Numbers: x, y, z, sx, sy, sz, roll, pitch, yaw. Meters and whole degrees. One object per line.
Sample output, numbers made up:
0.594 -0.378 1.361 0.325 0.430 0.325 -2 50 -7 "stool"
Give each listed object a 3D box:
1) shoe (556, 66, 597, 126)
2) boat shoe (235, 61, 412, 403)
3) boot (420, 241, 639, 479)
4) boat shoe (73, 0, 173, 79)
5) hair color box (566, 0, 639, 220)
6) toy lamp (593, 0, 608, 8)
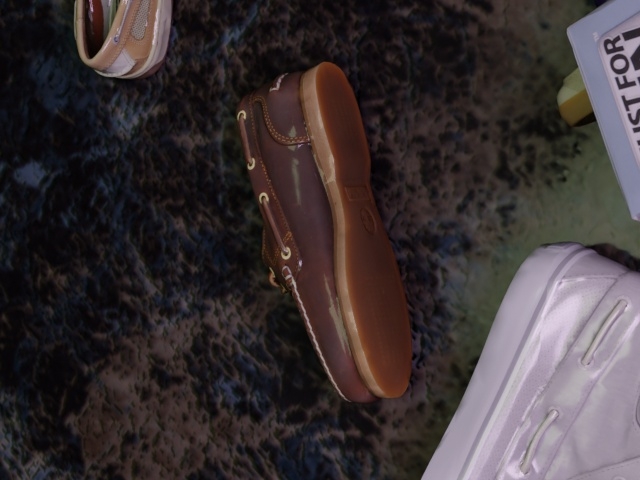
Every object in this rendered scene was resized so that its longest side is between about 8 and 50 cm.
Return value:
0.212 -0.140 0.918 0.219 0.076 0.058 -37 76 13 "shoe"
0.000 0.000 1.024 0.073 0.073 0.207 -19 74 27 "boat shoe"
0.132 0.137 0.939 0.123 0.095 0.258 24 99 31 "boot"
-0.127 -0.199 1.085 0.068 0.072 0.190 -2 88 26 "boat shoe"
0.319 -0.122 0.756 0.374 0.185 0.114 -32 59 34 "hair color box"
0.086 -0.235 0.979 0.274 0.080 0.080 44 107 21 "toy lamp"
